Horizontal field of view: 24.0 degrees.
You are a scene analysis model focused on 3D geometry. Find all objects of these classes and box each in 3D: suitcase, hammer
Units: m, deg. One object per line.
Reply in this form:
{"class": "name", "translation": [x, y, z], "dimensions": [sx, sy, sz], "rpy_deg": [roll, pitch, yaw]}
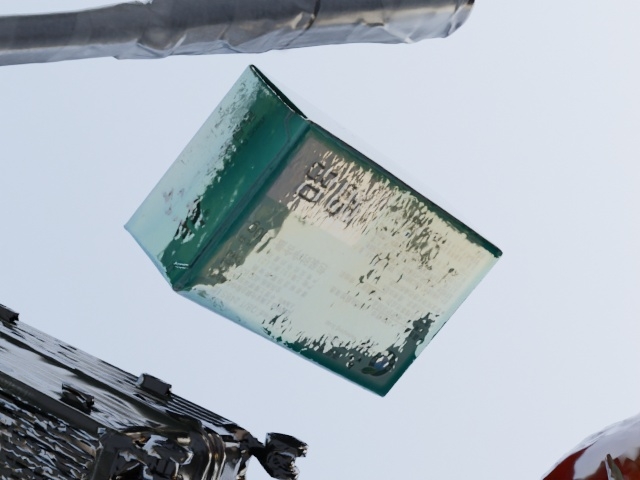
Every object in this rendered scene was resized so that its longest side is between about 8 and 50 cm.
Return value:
{"class": "suitcase", "translation": [-0.207, 0.171, 0.941], "dimensions": [0.335, 0.152, 0.229], "rpy_deg": [21, -85, 31]}
{"class": "hammer", "translation": [-0.102, -0.090, 0.677], "dimensions": [0.427, 0.152, 0.044], "rpy_deg": [-10, -112, -37]}

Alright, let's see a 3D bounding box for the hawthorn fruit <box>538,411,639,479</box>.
{"class": "hawthorn fruit", "translation": [0.213, 0.208, 0.803], "dimensions": [0.258, 0.262, 0.258], "rpy_deg": [0, -90, 13]}

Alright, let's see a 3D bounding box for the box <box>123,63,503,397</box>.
{"class": "box", "translation": [0.000, 0.000, 1.095], "dimensions": [0.245, 0.153, 0.092], "rpy_deg": [32, -170, -45]}
